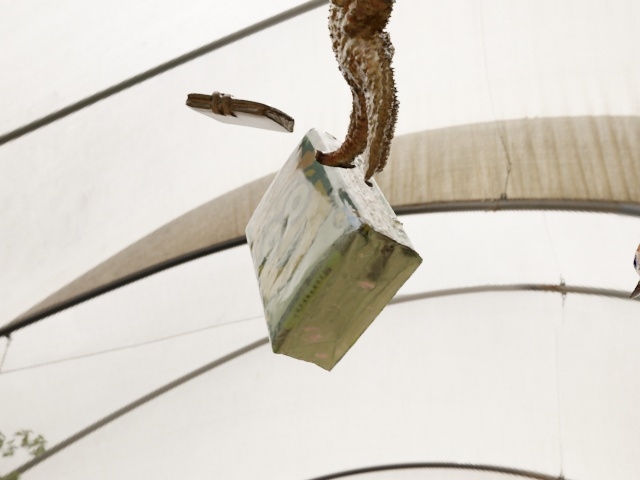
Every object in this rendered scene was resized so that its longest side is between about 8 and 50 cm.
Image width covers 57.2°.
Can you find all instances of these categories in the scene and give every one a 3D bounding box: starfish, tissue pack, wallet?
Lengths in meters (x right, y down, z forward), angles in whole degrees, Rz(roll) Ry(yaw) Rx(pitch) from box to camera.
[{"bbox_3d":[0.043,-0.222,0.704,0.112,0.312,0.304,-1,-59,3],"label":"starfish"},{"bbox_3d":[0.000,0.000,0.879,0.127,0.311,0.228,24,-64,-28],"label":"tissue pack"},{"bbox_3d":[-0.126,-0.204,0.928,0.152,0.118,0.039,14,-88,21],"label":"wallet"}]

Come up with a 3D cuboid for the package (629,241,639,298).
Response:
[{"bbox_3d":[0.333,0.005,0.584,0.033,0.077,0.111,26,-74,48],"label":"package"}]
